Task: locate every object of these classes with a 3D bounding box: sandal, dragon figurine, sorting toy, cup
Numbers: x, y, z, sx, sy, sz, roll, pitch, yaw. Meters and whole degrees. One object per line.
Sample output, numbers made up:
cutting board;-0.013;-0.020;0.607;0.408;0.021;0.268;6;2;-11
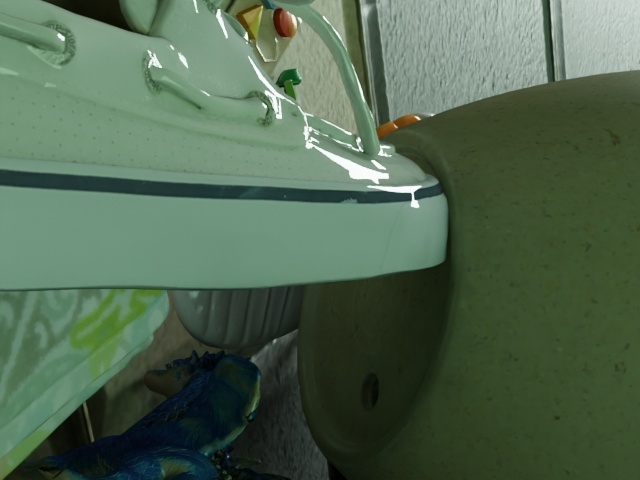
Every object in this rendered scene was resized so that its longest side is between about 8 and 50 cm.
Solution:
sandal;-0.003;-0.010;0.825;0.265;0.076;0.102;-21;104;-43
dragon figurine;-0.053;0.105;0.626;0.144;0.289;0.085;-26;98;-24
sorting toy;-0.026;-0.120;0.818;0.083;0.012;0.062;58;46;-46
cup;0.129;0.050;0.717;0.237;0.331;0.331;12;83;-24

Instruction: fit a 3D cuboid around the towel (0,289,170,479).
towel;-0.194;-0.049;0.475;0.320;0.090;0.374;-47;133;-51

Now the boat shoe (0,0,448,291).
boat shoe;-0.070;-0.062;0.492;0.367;0.136;0.156;1;89;-52

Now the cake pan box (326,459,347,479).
cake pan box;0.104;0.179;0.896;0.267;0.070;0.246;28;42;-41
